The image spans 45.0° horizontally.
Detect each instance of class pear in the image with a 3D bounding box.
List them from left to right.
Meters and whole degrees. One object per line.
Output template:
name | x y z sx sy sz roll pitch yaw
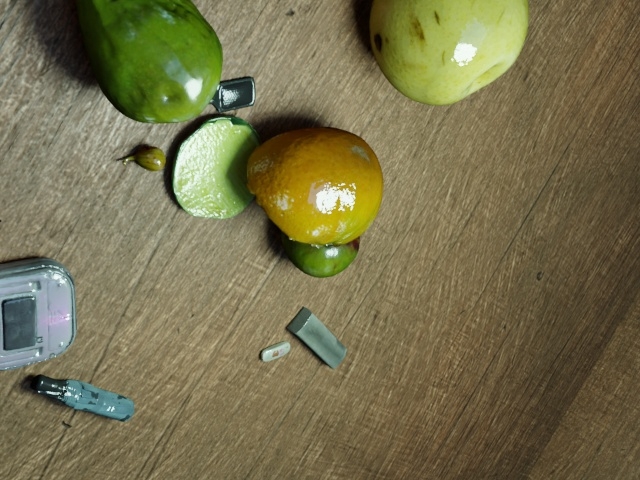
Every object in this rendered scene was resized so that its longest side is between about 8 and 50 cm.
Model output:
pear | 0.269 -0.464 1.645 0.348 0.348 0.348 -20 123 -33

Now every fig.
fig | -0.338 -0.155 1.478 0.083 0.050 0.050 -7 117 -22
fig | -0.285 -0.356 1.296 0.233 0.233 0.314 -22 120 -31
fig | 0.000 0.000 1.767 0.181 0.181 0.191 -41 158 -18

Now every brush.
brush | -0.209 -0.282 1.542 0.194 0.016 0.062 -20 122 -33

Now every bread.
bread | -0.211 -0.148 1.599 0.229 0.033 0.228 -21 124 -35

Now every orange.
orange | 0.007 -0.121 1.657 0.274 0.274 0.310 -56 158 -4

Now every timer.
timer | -0.549 0.139 1.431 0.191 0.069 0.208 -13 121 -33

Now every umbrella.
umbrella | -0.483 0.322 1.593 0.053 0.052 0.250 -55 136 -2

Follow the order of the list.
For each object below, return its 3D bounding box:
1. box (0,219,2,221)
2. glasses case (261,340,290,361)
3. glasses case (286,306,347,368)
box | -0.636 0.011 1.268 0.182 0.099 0.133 1 108 -40
glasses case | -0.111 0.275 1.914 0.083 0.021 0.032 -17 121 -34
glasses case | -0.004 0.253 1.979 0.071 0.047 0.205 -50 134 -11
